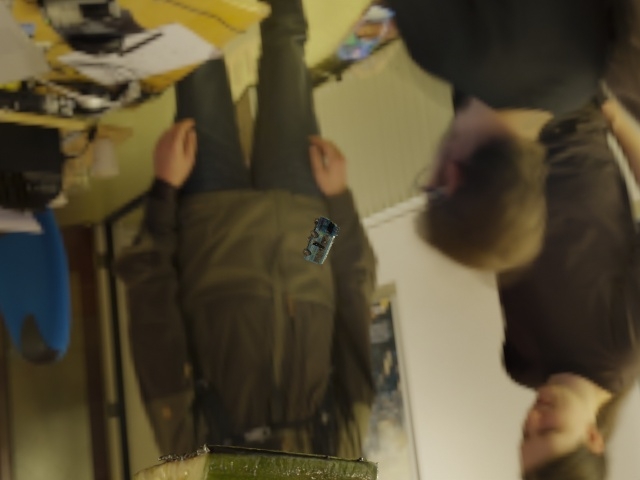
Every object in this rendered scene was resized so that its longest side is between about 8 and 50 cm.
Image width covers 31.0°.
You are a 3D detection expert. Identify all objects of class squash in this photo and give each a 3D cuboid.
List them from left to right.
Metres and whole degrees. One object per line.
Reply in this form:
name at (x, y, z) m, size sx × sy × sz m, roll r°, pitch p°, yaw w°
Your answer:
squash at (-0.070, 0.303, 1.355) m, size 0.252 × 0.093 × 0.169 m, roll 13°, pitch 154°, yaw -37°

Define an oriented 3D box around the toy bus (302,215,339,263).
toy bus at (0.000, 0.000, 2.000) m, size 0.046 × 0.038 × 0.083 m, roll 21°, pitch 133°, yaw -2°
